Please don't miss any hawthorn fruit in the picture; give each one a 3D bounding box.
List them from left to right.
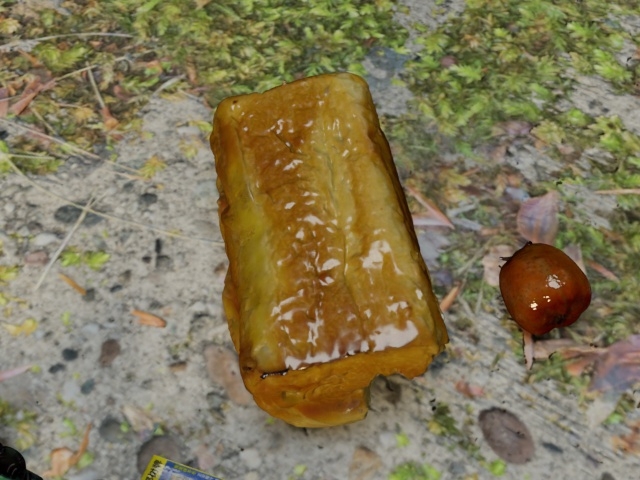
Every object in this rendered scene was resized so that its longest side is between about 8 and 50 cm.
[{"bbox_3d":[0.209,0.040,0.882,0.081,0.081,0.093,-16,55,-11],"label":"hawthorn fruit"}]

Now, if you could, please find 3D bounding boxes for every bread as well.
[{"bbox_3d":[-0.002,0.004,0.863,0.195,0.149,0.344,-13,57,4],"label":"bread"}]

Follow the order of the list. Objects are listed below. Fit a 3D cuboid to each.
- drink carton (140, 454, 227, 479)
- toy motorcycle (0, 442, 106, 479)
[{"bbox_3d":[-0.076,0.241,0.754,0.166,0.056,0.071,17,49,10],"label":"drink carton"},{"bbox_3d":[-0.238,0.218,0.722,0.058,0.173,0.100,5,66,49],"label":"toy motorcycle"}]
